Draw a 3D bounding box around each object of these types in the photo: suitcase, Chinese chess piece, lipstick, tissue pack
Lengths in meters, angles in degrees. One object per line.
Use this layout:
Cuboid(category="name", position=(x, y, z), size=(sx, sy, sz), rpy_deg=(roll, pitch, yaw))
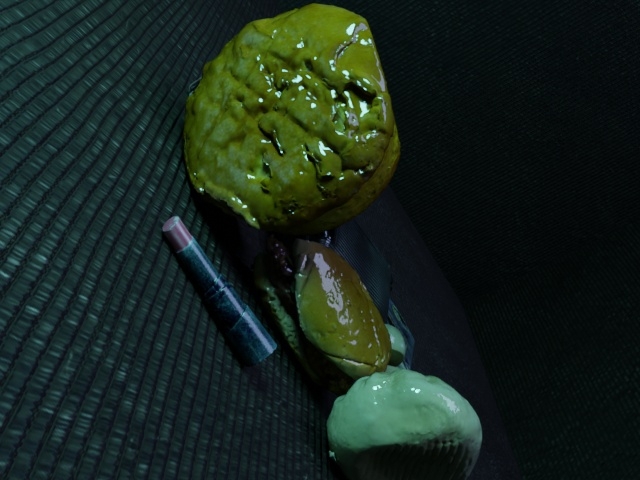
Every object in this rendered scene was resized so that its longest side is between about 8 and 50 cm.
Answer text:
Cuboid(category="suitcase", position=(0.035, 0.067, 1.370), size=(0.312, 0.128, 0.202), rpy_deg=(52, 34, -37))
Cuboid(category="Chinese chess piece", position=(0.094, 0.212, 1.327), size=(0.144, 0.144, 0.059), rpy_deg=(44, 31, -50))
Cuboid(category="lipstick", position=(-0.145, 0.067, 0.958), size=(0.234, 0.053, 0.053), rpy_deg=(58, 14, -7))
Cuboid(category="tissue pack", position=(0.163, 0.230, 1.683), size=(0.173, 0.073, 0.235), rpy_deg=(60, 14, -2))

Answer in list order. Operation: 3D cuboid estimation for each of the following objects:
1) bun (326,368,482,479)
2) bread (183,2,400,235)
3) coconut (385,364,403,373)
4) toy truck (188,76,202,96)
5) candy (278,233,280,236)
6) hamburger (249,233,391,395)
Cuboid(category="bun", position=(0.136, 0.304, 1.111), size=(0.259, 0.259, 0.160), rpy_deg=(51, 24, -37))
Cuboid(category="bread", position=(-0.047, -0.186, 1.128), size=(0.215, 0.398, 0.398), rpy_deg=(33, 32, -61))
Cuboid(category="coconut", position=(0.130, 0.307, 1.285), size=(0.153, 0.147, 0.147), rpy_deg=(64, 14, 16))
Cuboid(category="toy truck", position=(-0.177, -0.235, 1.344), size=(0.192, 0.083, 0.092), rpy_deg=(62, 14, -5))
Cuboid(category="candy", position=(-0.065, -0.031, 1.453), size=(0.102, 0.032, 0.178), rpy_deg=(47, 21, -47))
Cuboid(category="hamburger", position=(0.006, 0.138, 1.162), size=(0.282, 0.155, 0.245), rpy_deg=(33, 39, -52))
